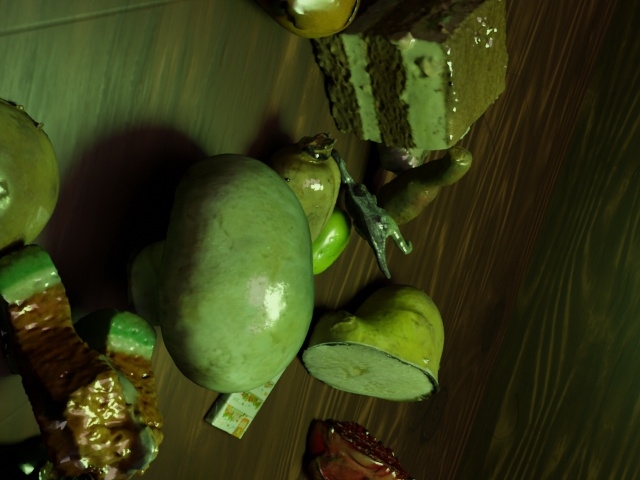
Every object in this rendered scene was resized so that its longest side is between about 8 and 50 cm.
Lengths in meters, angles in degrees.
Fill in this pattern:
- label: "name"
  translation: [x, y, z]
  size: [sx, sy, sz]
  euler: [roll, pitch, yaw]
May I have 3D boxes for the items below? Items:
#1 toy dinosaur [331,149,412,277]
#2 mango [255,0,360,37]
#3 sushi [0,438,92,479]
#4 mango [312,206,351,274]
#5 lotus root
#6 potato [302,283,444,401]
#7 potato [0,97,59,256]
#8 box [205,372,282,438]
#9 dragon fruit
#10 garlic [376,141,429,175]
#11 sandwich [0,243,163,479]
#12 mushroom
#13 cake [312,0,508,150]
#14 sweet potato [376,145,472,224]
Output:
- label: "toy dinosaur"
  translation: [0.097, -0.059, 1.127]
  size: [0.077, 0.294, 0.162]
  euler: [-39, 166, 16]
- label: "mango"
  translation: [-0.040, -0.433, 0.797]
  size: [0.201, 0.152, 0.287]
  euler: [-51, 141, -7]
- label: "sushi"
  translation: [-0.422, 0.391, 0.709]
  size: [0.227, 0.215, 0.212]
  euler: [3, 101, -31]
- label: "mango"
  translation: [0.003, 0.001, 1.141]
  size: [0.163, 0.089, 0.117]
  euler: [-57, 153, 4]
- label: "lotus root"
  translation: [-0.043, -0.086, 0.986]
  size: [0.154, 0.140, 0.257]
  euler: [-38, 146, -54]
- label: "potato"
  translation: [0.147, 0.229, 1.369]
  size: [0.397, 0.290, 0.296]
  euler: [26, 52, -19]
- label: "potato"
  translation: [-0.411, -0.048, 0.558]
  size: [0.299, 0.116, 0.239]
  euler: [0, 112, -51]
- label: "box"
  translation: [-0.147, 0.313, 1.145]
  size: [0.220, 0.032, 0.122]
  euler: [-56, 143, -18]
- label: "dragon fruit"
  translation: [0.107, 0.661, 1.414]
  size: [0.228, 0.329, 0.286]
  euler: [-57, 144, -5]
- label: "garlic"
  translation: [0.194, -0.228, 1.252]
  size: [0.147, 0.102, 0.159]
  euler: [4, 93, -39]
- label: "sandwich"
  translation: [-0.274, 0.150, 0.635]
  size: [0.162, 0.301, 0.250]
  euler: [-25, 144, -33]
- label: "mushroom"
  translation: [-0.139, 0.049, 0.795]
  size: [0.352, 0.260, 0.352]
  euler: [-5, 90, -89]
- label: "cake"
  translation: [0.183, -0.340, 1.026]
  size: [0.256, 0.290, 0.282]
  euler: [-48, 143, -24]
- label: "sweet potato"
  translation: [0.214, -0.115, 1.168]
  size: [0.109, 0.385, 0.109]
  euler: [8, 69, -22]
